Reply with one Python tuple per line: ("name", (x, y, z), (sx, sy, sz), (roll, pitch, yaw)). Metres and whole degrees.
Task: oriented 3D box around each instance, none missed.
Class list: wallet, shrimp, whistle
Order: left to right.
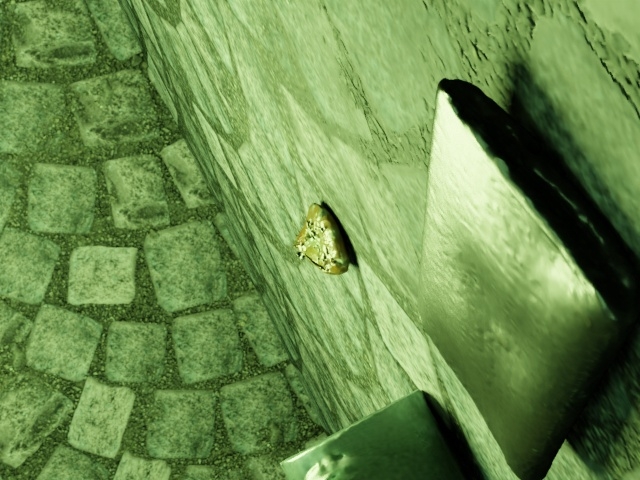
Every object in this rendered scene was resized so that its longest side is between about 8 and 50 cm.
("shrimp", (0.000, 0.000, 1.335), (0.184, 0.043, 0.091), (164, 87, -75))
("whistle", (0.067, 0.301, 1.314), (0.168, 0.188, 0.405), (62, 172, 9))
("wallet", (0.121, 0.040, 0.697), (0.170, 0.044, 0.321), (59, 167, 25))
